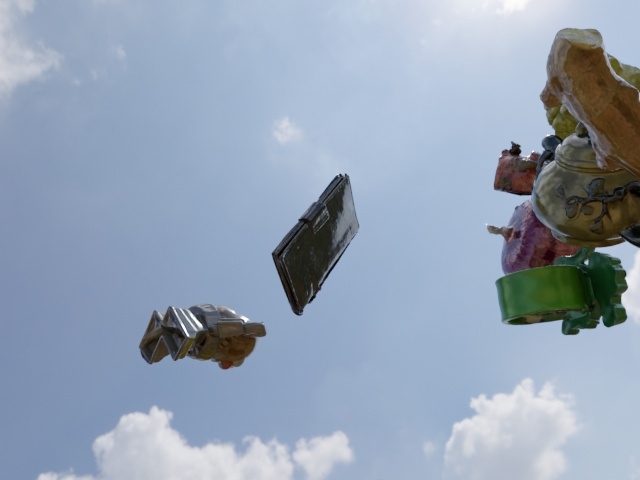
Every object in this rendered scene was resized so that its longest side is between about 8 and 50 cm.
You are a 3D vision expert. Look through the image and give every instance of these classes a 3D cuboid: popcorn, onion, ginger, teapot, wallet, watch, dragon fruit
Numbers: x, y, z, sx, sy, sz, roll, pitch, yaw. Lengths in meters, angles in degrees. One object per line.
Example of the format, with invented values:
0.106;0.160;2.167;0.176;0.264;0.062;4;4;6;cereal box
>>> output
0.455;-0.247;0.984;0.173;0.142;0.174;-2;-75;-7;popcorn
0.460;0.020;1.192;0.200;0.201;0.207;8;-30;-36;onion
0.347;-0.112;0.620;0.299;0.065;0.118;45;-45;-7;ginger
0.406;-0.089;0.840;0.172;0.269;0.183;-15;-63;-9;teapot
-0.001;0.000;1.284;0.317;0.044;0.169;-54;-42;-42;wallet
0.354;0.074;0.882;0.151;0.131;0.165;1;-16;-11;watch
0.382;-0.132;1.081;0.147;0.102;0.096;-15;-63;-73;dragon fruit

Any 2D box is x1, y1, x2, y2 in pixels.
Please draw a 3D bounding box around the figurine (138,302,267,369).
-0.286;0.247;1.494;0.284;0.342;0.167;10;-89;-47;figurine
